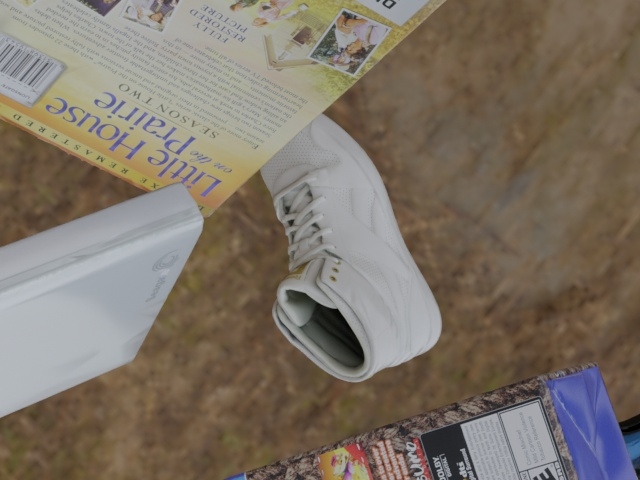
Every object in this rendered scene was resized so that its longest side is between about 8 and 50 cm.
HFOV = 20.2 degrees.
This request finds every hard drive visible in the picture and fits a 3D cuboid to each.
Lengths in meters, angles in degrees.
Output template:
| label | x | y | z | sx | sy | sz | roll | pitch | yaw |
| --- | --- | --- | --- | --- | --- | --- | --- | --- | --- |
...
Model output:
| label | x | y | z | sx | sy | sz | roll | pitch | yaw |
| --- | --- | --- | --- | --- | --- | --- | --- | --- | --- |
| hard drive | -0.234 | 0.074 | 1.145 | 0.307 | 0.040 | 0.203 | -22 | 159 | -33 |

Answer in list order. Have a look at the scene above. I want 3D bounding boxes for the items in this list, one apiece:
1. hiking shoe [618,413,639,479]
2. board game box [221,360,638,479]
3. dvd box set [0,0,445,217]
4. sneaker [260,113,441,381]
| label | x | y | z | sx | sy | sz | roll | pitch | yaw |
| --- | --- | --- | --- | --- | --- | --- | --- | --- | --- |
| hiking shoe | 0.394 | 0.206 | 1.811 | 0.304 | 0.132 | 0.113 | -10 | -178 | -6 |
| board game box | 0.103 | 0.250 | 1.402 | 0.291 | 0.232 | 0.141 | -21 | 172 | 25 |
| dvd box set | -0.101 | -0.201 | 1.438 | 0.307 | 0.062 | 0.420 | 27 | 136 | -24 |
| sneaker | 0.000 | 0.000 | 1.762 | 0.108 | 0.292 | 0.169 | -36 | 173 | 30 |
